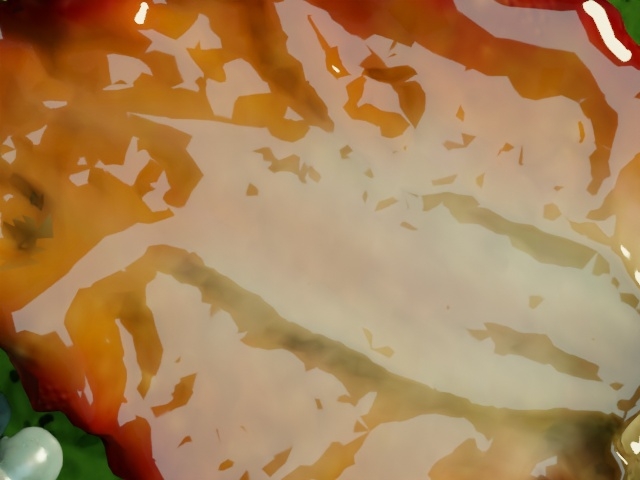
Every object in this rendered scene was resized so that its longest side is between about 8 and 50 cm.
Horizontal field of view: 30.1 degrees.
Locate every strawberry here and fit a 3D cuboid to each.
[{"bbox_3d":[0.000,0.000,0.499,0.336,0.149,0.265,20,93,-10],"label":"strawberry"}]

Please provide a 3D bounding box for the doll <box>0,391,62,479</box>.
[{"bbox_3d":[-0.142,0.138,0.451,0.151,0.151,0.287,-34,100,-15],"label":"doll"}]
